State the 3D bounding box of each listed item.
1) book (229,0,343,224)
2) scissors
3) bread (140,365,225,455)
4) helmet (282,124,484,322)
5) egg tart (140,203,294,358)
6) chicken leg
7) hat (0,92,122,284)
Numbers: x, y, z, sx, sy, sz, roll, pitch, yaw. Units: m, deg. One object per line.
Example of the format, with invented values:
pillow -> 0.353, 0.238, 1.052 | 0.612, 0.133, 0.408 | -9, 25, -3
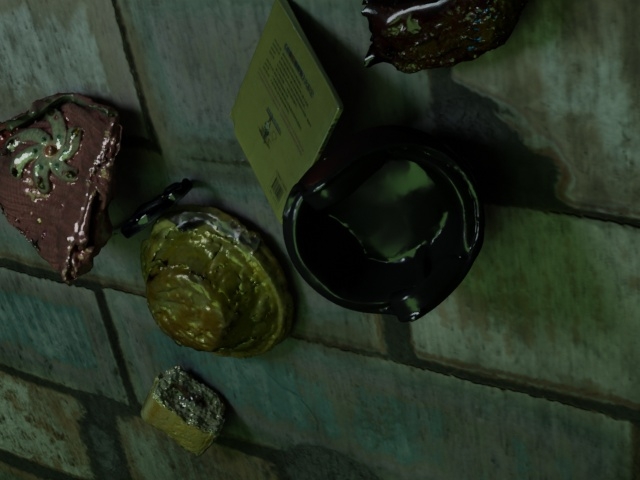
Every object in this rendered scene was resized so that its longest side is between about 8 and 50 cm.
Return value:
book -> -0.043, -0.140, 1.226 | 0.168, 0.013, 0.192 | 64, 145, 28
scissors -> -0.260, -0.025, 1.510 | 0.022, 0.109, 0.300 | 53, 150, -12
bread -> -0.201, 0.251, 1.660 | 0.125, 0.082, 0.106 | 35, 148, 0
helmet -> 0.067, -0.021, 1.148 | 0.216, 0.193, 0.189 | -33, 101, 31
egg tart -> -0.149, 0.067, 1.464 | 0.241, 0.106, 0.241 | 18, 129, 24
chicken leg -> 0.120, -0.215, 1.057 | 0.234, 0.063, 0.105 | -9, 133, 43
hat -> -0.375, -0.094, 1.498 | 0.286, 0.107, 0.236 | 26, 100, 43
